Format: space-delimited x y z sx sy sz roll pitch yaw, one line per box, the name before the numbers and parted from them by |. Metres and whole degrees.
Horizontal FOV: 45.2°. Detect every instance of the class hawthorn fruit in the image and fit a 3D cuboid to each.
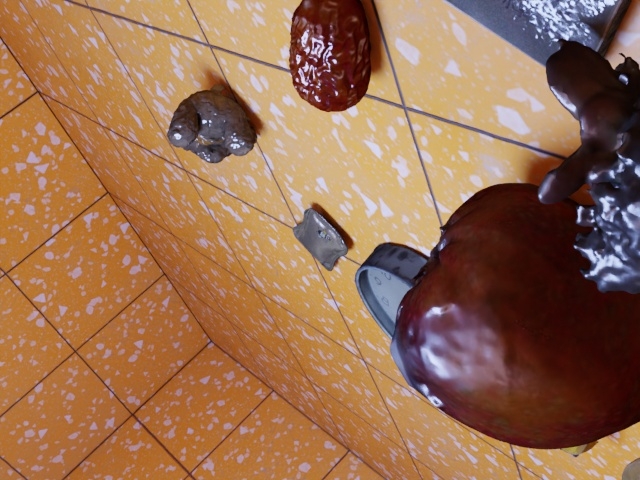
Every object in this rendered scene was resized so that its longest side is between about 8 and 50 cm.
hawthorn fruit | 0.253 0.098 0.929 0.324 0.308 0.308 41 163 -15

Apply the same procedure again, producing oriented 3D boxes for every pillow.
pillow | 0.000 0.000 1.632 0.130 0.033 0.217 48 161 1

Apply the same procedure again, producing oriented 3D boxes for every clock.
clock | 0.199 0.147 1.453 0.325 0.067 0.325 41 160 18

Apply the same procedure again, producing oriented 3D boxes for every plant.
plant | 0.308 -0.050 0.673 0.234 0.178 0.204 19 154 37

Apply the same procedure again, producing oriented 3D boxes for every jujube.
jujube | 0.013 -0.254 1.017 0.112 0.109 0.176 6 141 6

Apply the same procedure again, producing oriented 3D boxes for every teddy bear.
teddy bear | -0.214 -0.219 1.522 0.190 0.177 0.140 120 151 -69

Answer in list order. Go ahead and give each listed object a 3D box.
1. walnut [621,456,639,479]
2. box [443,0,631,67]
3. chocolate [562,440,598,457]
walnut | 0.501 0.350 0.984 0.225 0.225 0.261 36 162 29
box | 0.200 -0.285 0.637 0.180 0.047 0.325 40 159 18
chocolate | 0.406 0.259 1.224 0.085 0.085 0.219 32 154 37
